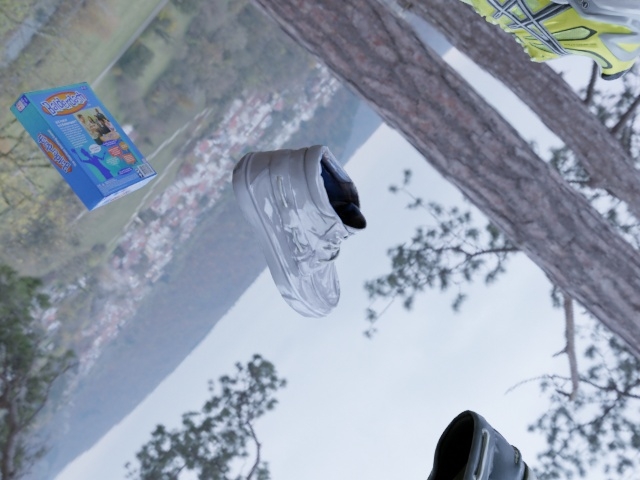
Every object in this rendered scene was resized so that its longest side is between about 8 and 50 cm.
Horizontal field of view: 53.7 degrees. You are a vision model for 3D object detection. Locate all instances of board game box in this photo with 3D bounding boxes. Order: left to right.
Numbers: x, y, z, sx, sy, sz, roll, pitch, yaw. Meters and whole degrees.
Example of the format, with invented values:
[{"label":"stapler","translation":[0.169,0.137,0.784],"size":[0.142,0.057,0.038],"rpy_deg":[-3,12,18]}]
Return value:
[{"label":"board game box","translation":[-0.401,-0.167,1.092],"size":[0.047,0.210,0.160],"rpy_deg":[-34,-175,28]}]

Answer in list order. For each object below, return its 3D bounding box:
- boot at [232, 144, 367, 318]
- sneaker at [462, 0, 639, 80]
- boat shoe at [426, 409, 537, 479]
[{"label":"boot","translation":[0.000,0.000,0.769],"size":[0.123,0.258,0.095],"rpy_deg":[-5,-138,28]},{"label":"sneaker","translation":[0.345,-0.373,1.033],"size":[0.145,0.384,0.147],"rpy_deg":[-40,149,-49]},{"label":"boat shoe","translation":[0.082,0.278,0.574],"size":[0.319,0.099,0.116],"rpy_deg":[-33,-177,-37]}]
